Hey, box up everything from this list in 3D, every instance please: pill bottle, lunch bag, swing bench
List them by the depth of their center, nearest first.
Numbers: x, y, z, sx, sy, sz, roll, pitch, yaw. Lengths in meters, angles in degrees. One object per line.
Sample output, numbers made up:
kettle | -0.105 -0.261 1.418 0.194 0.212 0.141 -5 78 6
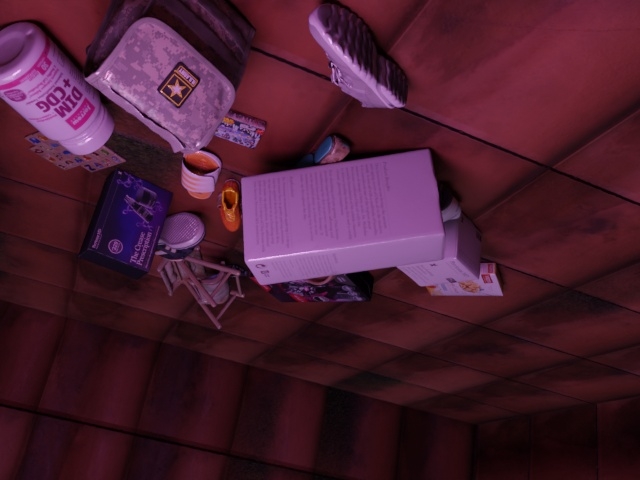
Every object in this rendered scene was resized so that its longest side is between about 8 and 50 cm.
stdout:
lunch bag | -0.264 -0.324 1.153 0.169 0.287 0.235 -10 147 36
pill bottle | -0.589 -0.321 1.428 0.160 0.160 0.283 0 153 21
swing bench | -0.423 0.151 2.325 0.254 0.165 0.253 32 158 11

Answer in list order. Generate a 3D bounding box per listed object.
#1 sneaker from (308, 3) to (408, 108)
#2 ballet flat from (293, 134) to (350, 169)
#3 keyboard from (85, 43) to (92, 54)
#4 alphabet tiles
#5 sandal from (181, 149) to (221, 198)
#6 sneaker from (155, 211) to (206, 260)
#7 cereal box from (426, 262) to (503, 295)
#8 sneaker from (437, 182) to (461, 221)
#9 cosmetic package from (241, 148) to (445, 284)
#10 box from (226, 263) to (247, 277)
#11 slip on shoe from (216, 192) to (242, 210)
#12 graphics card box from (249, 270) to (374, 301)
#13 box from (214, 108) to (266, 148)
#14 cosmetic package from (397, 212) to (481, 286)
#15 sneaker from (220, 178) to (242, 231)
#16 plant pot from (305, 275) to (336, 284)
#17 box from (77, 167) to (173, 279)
sneaker | 0.054 -0.327 1.234 0.115 0.105 0.281 -9 149 35
ballet flat | 0.005 -0.189 1.585 0.067 0.073 0.206 14 158 -27
keyboard | -0.406 -0.396 1.363 0.180 0.023 0.108 -14 146 42
alphabet tiles | -0.687 -0.248 1.795 0.237 0.009 0.198 -9 149 35
sandal | -0.327 -0.156 1.766 0.102 0.076 0.265 12 154 -5
sneaker | -0.445 -0.009 2.065 0.321 0.126 0.127 1 151 44
cereal box | 0.454 0.127 2.088 0.240 0.047 0.173 -2 152 25
sneaker | 0.235 -0.060 1.724 0.297 0.111 0.129 -10 154 38
cosmetic package | 0.052 -0.052 1.544 0.453 0.230 0.161 -8 154 6
box | -0.320 0.111 2.383 0.083 0.018 0.067 -8 148 34
slip on shoe | -0.234 -0.101 1.885 0.135 0.041 0.051 14 154 -8
graphics card box | -0.029 0.130 2.227 0.371 0.094 0.233 -4 151 26
box | -0.206 -0.270 1.541 0.137 0.027 0.094 18 153 -14
cosmetic package | 0.329 0.023 1.799 0.183 0.151 0.151 -10 149 36
sneaker | -0.257 -0.090 1.825 0.064 0.067 0.175 4 132 3
plant pot | 0.000 0.000 1.872 0.110 0.237 0.237 -23 176 -36
box | -0.555 -0.046 1.865 0.184 0.261 0.103 24 152 -26
